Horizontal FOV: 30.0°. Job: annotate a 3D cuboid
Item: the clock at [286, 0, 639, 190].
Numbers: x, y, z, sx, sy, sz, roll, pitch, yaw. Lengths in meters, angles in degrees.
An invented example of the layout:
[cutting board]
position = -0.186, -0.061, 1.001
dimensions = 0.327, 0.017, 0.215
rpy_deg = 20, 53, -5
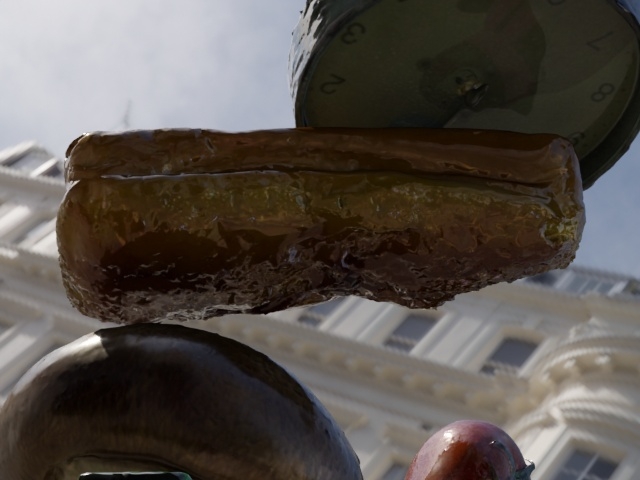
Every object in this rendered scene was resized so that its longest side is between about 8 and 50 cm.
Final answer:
[clock]
position = 0.111, -0.113, 0.894
dimensions = 0.280, 0.055, 0.281
rpy_deg = -2, -40, -2

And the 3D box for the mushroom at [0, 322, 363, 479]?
[mushroom]
position = -0.097, 0.157, 0.794
dimensions = 0.253, 0.153, 0.253
rpy_deg = 5, -48, 5

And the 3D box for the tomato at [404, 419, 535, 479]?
[tomato]
position = 0.165, 0.289, 1.363
dimensions = 0.167, 0.167, 0.167
rpy_deg = 27, -42, 27

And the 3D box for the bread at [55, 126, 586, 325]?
[bread]
position = 0.000, 0.000, 0.884
dimensions = 0.380, 0.109, 0.185
rpy_deg = -1, -33, -5

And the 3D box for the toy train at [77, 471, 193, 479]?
[toy train]
position = -0.152, 0.139, 0.498
dimensions = 0.251, 0.085, 0.119
rpy_deg = -1, -30, 10
